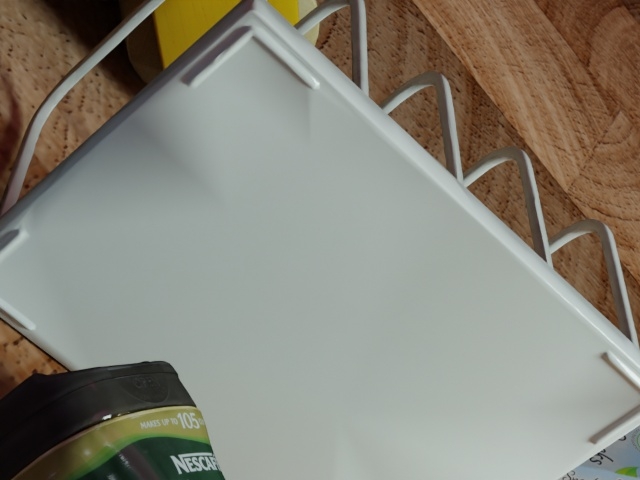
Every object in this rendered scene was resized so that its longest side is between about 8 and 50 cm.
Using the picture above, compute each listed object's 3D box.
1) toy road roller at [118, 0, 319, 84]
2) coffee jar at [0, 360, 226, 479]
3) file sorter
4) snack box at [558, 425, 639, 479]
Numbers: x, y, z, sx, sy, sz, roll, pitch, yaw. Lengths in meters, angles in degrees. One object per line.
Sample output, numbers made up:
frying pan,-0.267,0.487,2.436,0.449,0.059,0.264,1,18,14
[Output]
toy road roller,-0.140,-0.220,0.933,0.329,0.241,0.202,81,-4,-50
coffee jar,-0.064,0.135,0.672,0.096,0.079,0.184,-1,57,-60
file sorter,0.000,0.000,0.831,0.278,0.193,0.173,41,25,-23
snack box,0.147,0.124,0.996,0.141,0.037,0.100,11,22,15
